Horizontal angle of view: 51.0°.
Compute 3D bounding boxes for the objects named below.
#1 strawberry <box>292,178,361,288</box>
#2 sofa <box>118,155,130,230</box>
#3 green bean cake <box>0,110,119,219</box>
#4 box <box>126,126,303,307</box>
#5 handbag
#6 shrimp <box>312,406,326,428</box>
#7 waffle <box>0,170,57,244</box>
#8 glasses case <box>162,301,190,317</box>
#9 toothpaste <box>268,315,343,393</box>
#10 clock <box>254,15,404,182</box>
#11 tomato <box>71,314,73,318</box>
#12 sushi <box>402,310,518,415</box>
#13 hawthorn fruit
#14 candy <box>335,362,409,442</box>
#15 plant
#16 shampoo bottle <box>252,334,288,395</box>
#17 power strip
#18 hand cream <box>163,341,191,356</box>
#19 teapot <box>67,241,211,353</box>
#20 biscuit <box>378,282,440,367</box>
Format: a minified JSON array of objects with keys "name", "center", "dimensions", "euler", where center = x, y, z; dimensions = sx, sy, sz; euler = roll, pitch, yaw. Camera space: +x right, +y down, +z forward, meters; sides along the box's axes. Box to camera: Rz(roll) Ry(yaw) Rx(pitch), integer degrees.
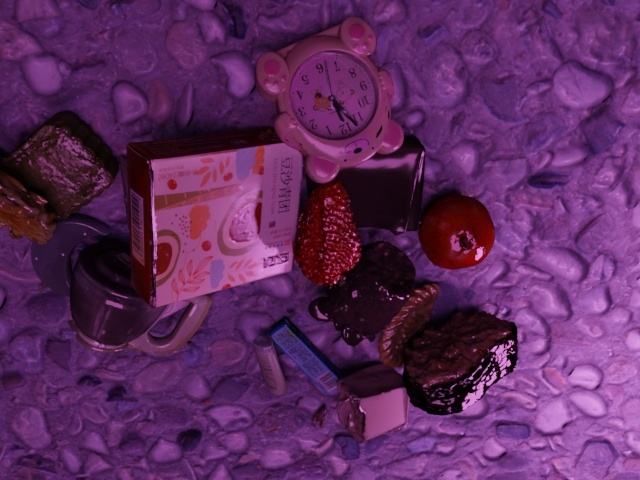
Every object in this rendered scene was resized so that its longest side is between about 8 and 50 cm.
[{"name":"strawberry","center":[0.000,0.000,1.568],"dimensions":[0.106,0.188,0.286],"euler":[-28,126,-41]},{"name":"sofa","center":[-0.356,-0.106,1.641],"dimensions":[0.225,0.176,0.210],"euler":[-17,121,-27]},{"name":"green bean cake","center":[-0.607,-0.171,1.571],"dimensions":[0.214,0.113,0.200],"euler":[-36,113,13]},{"name":"box","center":[-0.238,-0.063,1.541],"dimensions":[0.385,0.122,0.344],"euler":[-14,122,-35]},{"name":"handbag","center":[0.109,-0.128,1.639],"dimensions":[0.285,0.113,0.257],"euler":[-3,117,-2]},{"name":"shrimp","center":[-0.005,0.533,2.012],"dimensions":[0.038,0.029,0.092],"euler":[5,120,-7]},{"name":"waffle","center":[-0.749,-0.103,1.541],"dimensions":[0.317,0.297,0.073],"euler":[44,63,-28]},{"name":"glasses case","center":[-0.392,0.148,1.781],"dimensions":[0.197,0.049,0.076],"euler":[-28,114,10]},{"name":"toothpaste","center":[-0.037,0.326,1.893],"dimensions":[0.065,0.050,0.266],"euler":[-36,113,15]},{"name":"clock","center":[0.027,-0.305,1.482],"dimensions":[0.284,0.114,0.309],"euler":[-25,94,-9]},{"name":"tomato","center":[-0.610,0.183,1.767],"dimensions":[0.087,0.087,0.075],"euler":[26,107,-16]},{"name":"sushi","center":[0.377,0.319,1.807],"dimensions":[0.350,0.211,0.171],"euler":[-25,117,-18]},{"name":"hawthorn fruit","center":[0.340,-0.013,1.653],"dimensions":[0.196,0.225,0.196],"euler":[0,104,1]},{"name":"candy","center":[0.150,0.452,1.899],"dimensions":[0.195,0.137,0.185],"euler":[-15,122,-21]},{"name":"plant","center":[0.108,0.134,1.733],"dimensions":[0.199,0.188,0.276],"euler":[26,131,-22]},{"name":"shampoo bottle","center":[-0.138,0.351,1.870],"dimensions":[0.072,0.049,0.212],"euler":[21,139,32]},{"name":"power strip","center":[-0.651,0.041,1.709],"dimensions":[0.167,0.054,0.253],"euler":[25,112,-13]},{"name":"hand cream","center":[-0.405,0.303,1.876],"dimensions":[0.093,0.019,0.030],"euler":[-19,115,8]},{"name":"teapot","center":[-0.478,0.156,1.684],"dimensions":[0.321,0.239,0.239],"euler":[2,123,-46]},{"name":"biscuit","center":[0.230,0.246,1.826],"dimensions":[0.187,0.036,0.273],"euler":[-12,126,-39]}]
